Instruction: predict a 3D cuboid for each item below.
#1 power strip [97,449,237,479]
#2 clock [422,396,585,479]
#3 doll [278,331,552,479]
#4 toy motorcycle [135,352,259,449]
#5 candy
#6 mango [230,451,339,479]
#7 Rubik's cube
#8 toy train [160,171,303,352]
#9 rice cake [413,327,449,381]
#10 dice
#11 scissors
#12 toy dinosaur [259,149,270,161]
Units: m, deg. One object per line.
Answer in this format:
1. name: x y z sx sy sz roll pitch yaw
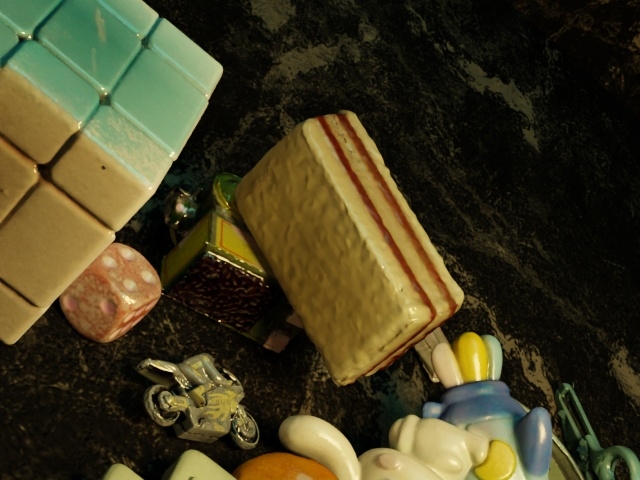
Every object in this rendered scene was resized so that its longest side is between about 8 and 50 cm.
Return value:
1. power strip: -0.176 0.332 1.545 0.193 0.059 0.265 40 32 -10
2. clock: 0.281 0.361 2.061 0.319 0.066 0.319 31 34 -24
3. doll: 0.179 0.307 1.822 0.365 0.187 0.376 -37 102 -27
4. toy motorcycle: -0.152 0.191 1.735 0.193 0.061 0.124 24 43 -42
5. candy: 0.032 0.008 1.822 0.135 0.179 0.320 -18 75 -51
6. mango: -0.030 0.316 1.696 0.159 0.105 0.084 33 -7 -18
7. Rubik's cube: -0.353 -0.136 1.626 0.316 0.319 0.322 40 32 -12
8. toy train: -0.103 0.025 1.918 0.261 0.134 0.177 30 35 -26
9. rice cake: 0.147 0.109 2.203 0.049 0.055 0.270 11 43 -50
10. dice: -0.261 0.065 1.722 0.091 0.094 0.093 46 31 7
11. scissors: 0.429 0.343 2.204 0.032 0.180 0.393 13 27 -13
12. toy dinosaur: 0.010 0.005 2.139 0.147 0.076 0.363 10 49 -35
